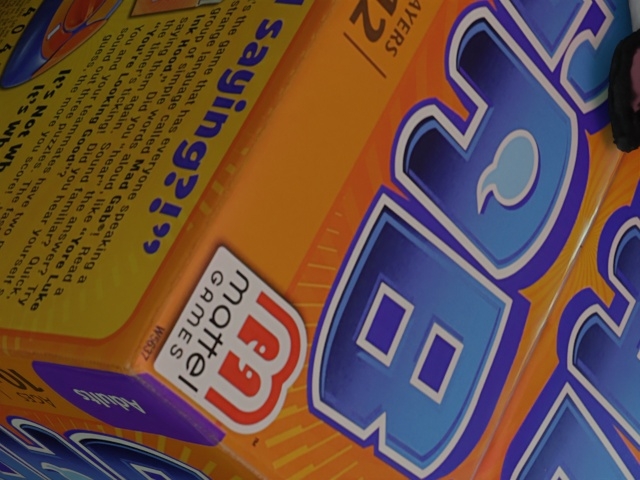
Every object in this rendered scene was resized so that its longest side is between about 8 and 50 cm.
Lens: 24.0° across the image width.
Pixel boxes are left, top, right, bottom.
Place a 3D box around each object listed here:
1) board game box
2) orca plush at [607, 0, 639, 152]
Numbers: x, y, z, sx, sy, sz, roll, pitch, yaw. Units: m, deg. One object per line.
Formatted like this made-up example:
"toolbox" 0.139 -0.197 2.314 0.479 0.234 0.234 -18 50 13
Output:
"board game box" 0.000 0.000 0.805 0.356 0.356 0.356 44 63 -33
"orca plush" 0.213 -0.051 0.685 0.151 0.102 0.287 -5 94 -41
